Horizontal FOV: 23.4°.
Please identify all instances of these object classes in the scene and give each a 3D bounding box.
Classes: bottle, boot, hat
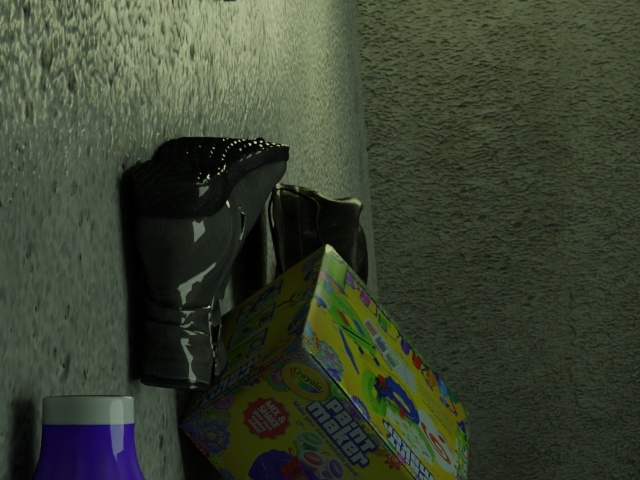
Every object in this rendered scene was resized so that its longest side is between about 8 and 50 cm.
[{"bbox_3d":[-0.166,0.252,1.102,0.118,0.092,0.283,25,64,-77],"label":"bottle"},{"bbox_3d":[-0.118,0.017,1.563,0.338,0.118,0.223,-36,128,-69],"label":"boot"},{"bbox_3d":[0.000,0.000,2.110,0.331,0.134,0.331,168,-90,-89],"label":"hat"}]

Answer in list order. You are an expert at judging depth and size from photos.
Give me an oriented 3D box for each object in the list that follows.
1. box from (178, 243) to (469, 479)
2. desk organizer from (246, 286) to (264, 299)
[{"bbox_3d":[0.017,0.205,1.766,0.290,0.177,0.279,51,18,-13],"label":"box"},{"bbox_3d":[-0.073,0.121,2.114,0.130,0.047,0.050,80,14,-52],"label":"desk organizer"}]
